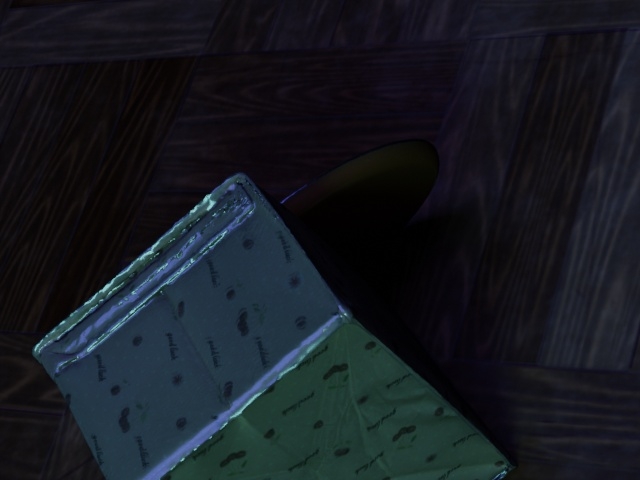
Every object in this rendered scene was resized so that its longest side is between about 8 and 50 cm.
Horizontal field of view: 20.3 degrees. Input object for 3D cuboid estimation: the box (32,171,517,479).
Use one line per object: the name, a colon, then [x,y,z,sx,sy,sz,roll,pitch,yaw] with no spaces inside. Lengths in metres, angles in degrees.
box: [-0.029,0.134,1.402,0.225,0.297,0.190,-41,49,5]

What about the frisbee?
frisbee: [0.000,0.000,1.518,0.251,0.251,0.021,-39,72,7]
